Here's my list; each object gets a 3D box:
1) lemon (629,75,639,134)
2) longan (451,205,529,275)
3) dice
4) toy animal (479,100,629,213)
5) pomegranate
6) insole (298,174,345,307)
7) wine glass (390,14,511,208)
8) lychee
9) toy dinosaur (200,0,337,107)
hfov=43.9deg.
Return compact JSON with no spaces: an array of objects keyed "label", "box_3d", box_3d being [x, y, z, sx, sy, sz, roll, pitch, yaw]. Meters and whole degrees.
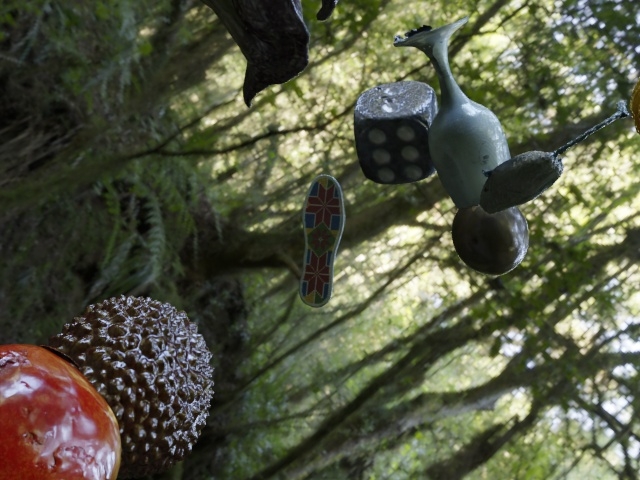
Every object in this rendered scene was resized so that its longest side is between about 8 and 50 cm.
[{"label":"lemon","box_3d":[0.466,-0.173,1.002,0.142,0.187,0.142,34,-46,44]},{"label":"longan","box_3d":[0.355,-0.024,1.688,0.185,0.159,0.204,34,34,-74]},{"label":"dice","box_3d":[0.176,-0.243,1.793,0.182,0.183,0.182,-6,-54,16]},{"label":"toy animal","box_3d":[0.335,-0.121,1.167,0.070,0.253,0.079,31,34,-36]},{"label":"pomegranate","box_3d":[-0.292,0.208,0.753,0.210,0.210,0.235,32,-29,37]},{"label":"insole","box_3d":[0.000,0.000,1.143,0.065,0.193,0.006,4,-6,20]},{"label":"wine glass","box_3d":[0.231,-0.216,1.350,0.143,0.143,0.321,5,-61,57]},{"label":"lychee","box_3d":[-0.329,0.252,1.308,0.306,0.330,0.306,15,-9,2]},{"label":"toy dinosaur","box_3d":[-0.066,-0.242,0.794,0.162,0.077,0.294,52,-14,4]}]
